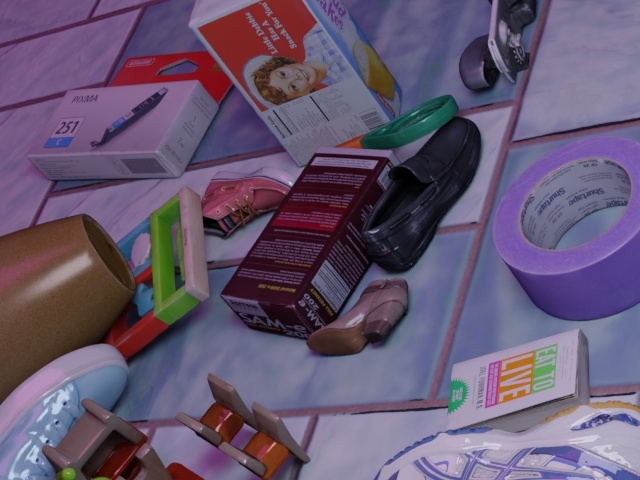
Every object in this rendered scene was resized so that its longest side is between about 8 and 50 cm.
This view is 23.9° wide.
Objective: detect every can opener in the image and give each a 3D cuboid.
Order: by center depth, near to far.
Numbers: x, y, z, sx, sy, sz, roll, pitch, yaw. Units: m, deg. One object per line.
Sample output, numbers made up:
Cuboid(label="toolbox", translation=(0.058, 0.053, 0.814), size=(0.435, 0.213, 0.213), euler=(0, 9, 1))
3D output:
Cuboid(label="can opener", translation=(0.222, -0.303, 1.938), size=(0.095, 0.076, 0.283), euler=(-17, 40, 26))

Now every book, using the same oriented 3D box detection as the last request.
Cuboid(label="book", translation=(0.198, 0.147, 1.520), size=(0.144, 0.035, 0.096), euler=(-20, 36, 26))

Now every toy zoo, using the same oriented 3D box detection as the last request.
Cuboid(label="toy zoo", translation=(-0.260, 0.079, 1.944), size=(0.293, 0.030, 0.192), euler=(-38, 37, 22))

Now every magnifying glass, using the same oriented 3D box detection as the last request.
Cuboid(label="magnifying glass", translation=(0.076, -0.128, 1.883), size=(0.231, 0.026, 0.092), euler=(-18, 19, 41))

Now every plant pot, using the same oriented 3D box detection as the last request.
Cuboid(label="plant pot", translation=(-0.361, 0.085, 1.859), size=(0.254, 0.237, 0.237), euler=(-33, 37, 7))

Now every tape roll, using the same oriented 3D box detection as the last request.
Cuboid(label="tape roll", translation=(0.280, -0.014, 1.577), size=(0.189, 0.080, 0.189), euler=(-24, 38, 20))

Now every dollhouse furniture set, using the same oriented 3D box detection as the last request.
Cuboid(label="dollhouse furniture set", translation=(-0.171, 0.279, 1.645), size=(0.259, 0.135, 0.262), euler=(26, 70, 39))

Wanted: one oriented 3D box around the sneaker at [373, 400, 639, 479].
Cuboid(label="sneaker", translation=(0.169, 0.241, 1.373), size=(0.296, 0.112, 0.131), euler=(-21, 40, 24))

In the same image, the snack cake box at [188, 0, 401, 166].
Cuboid(label="snack cake box", translation=(-0.027, -0.229, 1.912), size=(0.152, 0.264, 0.089), euler=(-18, 41, 26))

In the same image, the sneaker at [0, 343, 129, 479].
Cuboid(label="sneaker", translation=(-0.342, 0.285, 1.782), size=(0.366, 0.135, 0.150), euler=(-44, 63, -11))

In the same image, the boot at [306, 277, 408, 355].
Cuboid(label="boot", translation=(0.047, 0.083, 1.712), size=(0.118, 0.042, 0.087), euler=(-9, 39, 33))

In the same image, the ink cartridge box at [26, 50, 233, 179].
Cuboid(label="ink cartridge box", translation=(-0.269, -0.208, 2.268), size=(0.296, 0.066, 0.261), euler=(1, 53, 41))

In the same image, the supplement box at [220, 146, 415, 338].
Cuboid(label="supplement box", translation=(0.000, 0.000, 1.807), size=(0.130, 0.073, 0.239), euler=(7, 55, 46))

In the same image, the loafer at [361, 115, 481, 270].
Cuboid(label="loafer", translation=(0.119, -0.066, 1.770), size=(0.076, 0.078, 0.223), euler=(5, 53, 45))

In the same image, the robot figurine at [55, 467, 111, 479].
Cuboid(label="robot figurine", translation=(-0.243, 0.281, 1.540), size=(0.115, 0.067, 0.101), euler=(-17, 80, 13))

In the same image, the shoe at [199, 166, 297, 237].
Cuboid(label="shoe", translation=(-0.095, -0.045, 1.950), size=(0.178, 0.063, 0.081), euler=(2, 54, 49))
